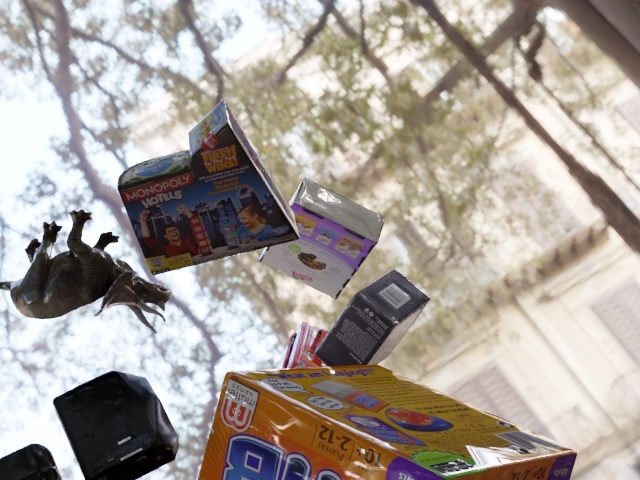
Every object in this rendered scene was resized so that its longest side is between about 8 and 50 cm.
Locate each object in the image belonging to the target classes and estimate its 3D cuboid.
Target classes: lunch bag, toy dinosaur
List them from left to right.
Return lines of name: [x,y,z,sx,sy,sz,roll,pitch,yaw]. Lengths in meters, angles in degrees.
toy dinosaur: [-0.385,0.055,1.652,0.314,0.160,0.121,-7,-32,9]
lunch bag: [-0.043,0.313,2.503,0.258,0.120,0.293,-63,4,18]

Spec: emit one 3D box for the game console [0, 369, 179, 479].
game console: [-0.378,0.301,1.501,0.361,0.213,0.044,-25,-59,-14]

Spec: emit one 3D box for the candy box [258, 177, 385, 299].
candy box: [0.000,0.000,2.008,0.196,0.165,0.070,-56,10,49]

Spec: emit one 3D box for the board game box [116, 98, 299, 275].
board game box: [-0.140,-0.067,1.352,0.194,0.060,0.194,-14,-52,-1]

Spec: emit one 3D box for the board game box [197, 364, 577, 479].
board game box: [0.069,0.396,1.508,0.357,0.356,0.356,6,-78,-52]

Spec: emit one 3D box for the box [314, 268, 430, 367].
box: [0.092,0.153,1.978,0.156,0.093,0.158,-27,-26,-57]
